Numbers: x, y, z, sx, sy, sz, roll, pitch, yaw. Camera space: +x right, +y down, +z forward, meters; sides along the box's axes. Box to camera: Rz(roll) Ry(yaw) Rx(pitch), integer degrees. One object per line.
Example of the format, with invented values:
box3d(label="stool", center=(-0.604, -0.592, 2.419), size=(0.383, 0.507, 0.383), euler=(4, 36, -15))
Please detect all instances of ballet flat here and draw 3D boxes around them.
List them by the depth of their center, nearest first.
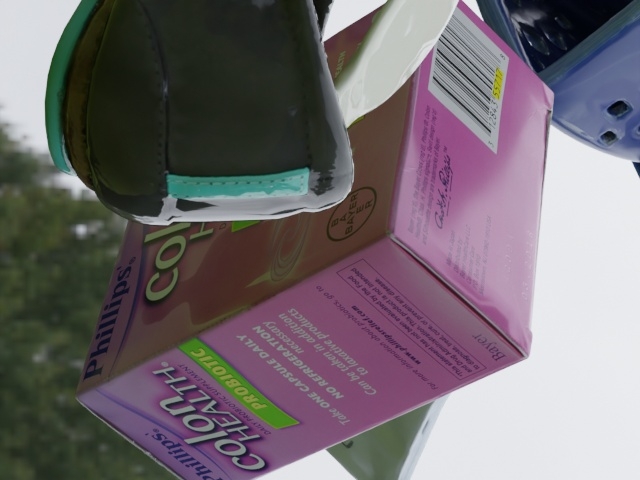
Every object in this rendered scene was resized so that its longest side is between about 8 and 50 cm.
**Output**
box3d(label="ballet flat", center=(0.008, -0.110, 0.579), size=(0.095, 0.096, 0.280), euler=(84, 20, -53))

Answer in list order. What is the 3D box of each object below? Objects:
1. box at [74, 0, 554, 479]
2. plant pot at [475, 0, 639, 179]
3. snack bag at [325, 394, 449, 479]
box3d(label="box", center=(0.000, 0.000, 1.106), size=(0.243, 0.117, 0.213), euler=(-29, -146, 35))
box3d(label="plant pot", center=(0.266, -0.183, 1.419), size=(0.236, 0.212, 0.236), euler=(-36, -142, 19))
box3d(label="snack bag", center=(-0.022, 0.059, 1.607), size=(0.342, 0.037, 0.323), euler=(43, -25, 15))
